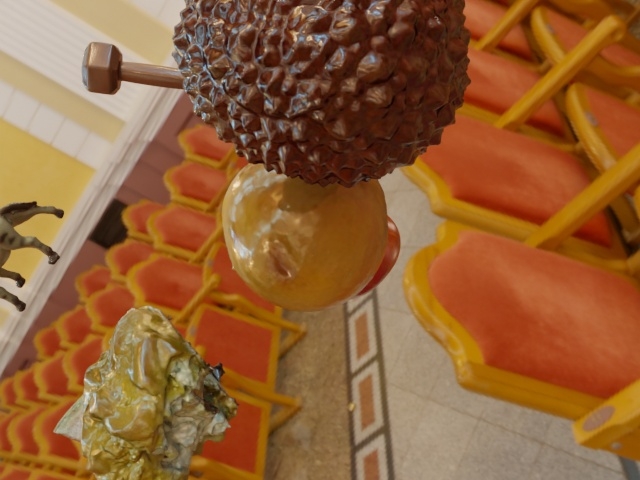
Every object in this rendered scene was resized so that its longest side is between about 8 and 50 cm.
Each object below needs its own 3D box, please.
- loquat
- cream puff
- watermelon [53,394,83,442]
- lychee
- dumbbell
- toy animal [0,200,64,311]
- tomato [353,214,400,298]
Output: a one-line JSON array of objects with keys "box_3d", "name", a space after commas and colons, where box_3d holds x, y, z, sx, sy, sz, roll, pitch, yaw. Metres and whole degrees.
[{"box_3d": [-0.019, -0.017, 0.884, 0.208, 0.208, 0.208, -49, 23, 29], "name": "loquat"}, {"box_3d": [-0.148, 0.138, 0.619, 0.156, 0.121, 0.156, -49, -26, -34], "name": "cream puff"}, {"box_3d": [-0.295, 0.267, 0.991, 0.121, 0.158, 0.098, -21, -3, -6], "name": "watermelon"}, {"box_3d": [0.009, -0.176, 0.686, 0.300, 0.264, 0.264, -19, -22, -52], "name": "lychee"}, {"box_3d": [-0.273, -0.272, 1.203, 0.092, 0.230, 0.082, -127, 43, -79], "name": "dumbbell"}, {"box_3d": [-0.477, 0.023, 1.022, 0.217, 0.176, 0.073, -54, 46, 10], "name": "toy animal"}, {"box_3d": [0.000, 0.000, 1.412, 0.226, 0.298, 0.298, -57, 20, 4], "name": "tomato"}]
